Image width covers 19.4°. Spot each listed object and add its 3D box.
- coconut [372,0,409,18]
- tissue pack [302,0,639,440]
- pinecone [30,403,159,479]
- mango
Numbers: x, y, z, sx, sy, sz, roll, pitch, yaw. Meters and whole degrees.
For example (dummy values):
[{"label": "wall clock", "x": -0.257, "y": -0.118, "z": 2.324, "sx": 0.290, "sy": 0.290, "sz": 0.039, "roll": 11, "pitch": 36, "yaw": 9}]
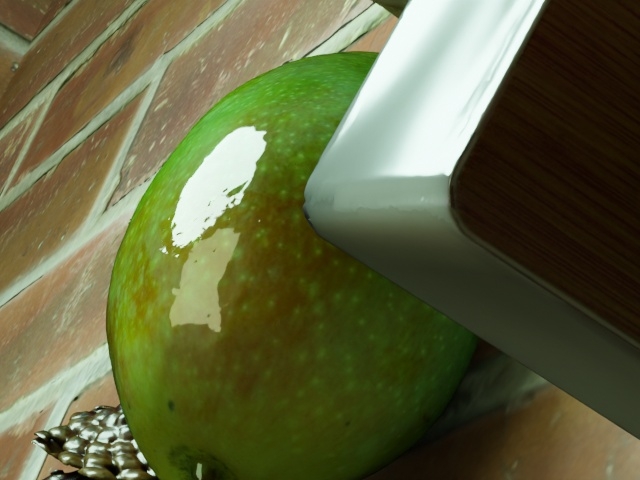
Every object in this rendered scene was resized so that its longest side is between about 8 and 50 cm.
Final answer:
[{"label": "coconut", "x": 0.125, "y": -0.239, "z": 0.872, "sx": 0.352, "sy": 0.352, "sz": 0.352, "roll": -48, "pitch": 20, "yaw": 25}, {"label": "tissue pack", "x": 0.144, "y": -0.012, "z": 0.642, "sx": 0.159, "sy": 0.246, "sz": 0.136, "roll": -62, "pitch": 17, "yaw": -11}, {"label": "pinecone", "x": -0.100, "y": 0.174, "z": 1.115, "sx": 0.173, "sy": 0.173, "sz": 0.173, "roll": -48, "pitch": 20, "yaw": 25}, {"label": "mango", "x": 0.000, "y": 0.000, "z": 1.070, "sx": 0.225, "sy": 0.201, "sz": 0.382, "roll": -62, "pitch": 1, "yaw": 33}]
